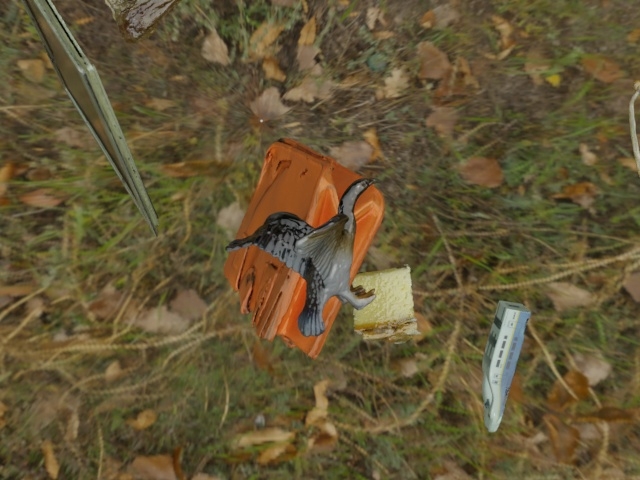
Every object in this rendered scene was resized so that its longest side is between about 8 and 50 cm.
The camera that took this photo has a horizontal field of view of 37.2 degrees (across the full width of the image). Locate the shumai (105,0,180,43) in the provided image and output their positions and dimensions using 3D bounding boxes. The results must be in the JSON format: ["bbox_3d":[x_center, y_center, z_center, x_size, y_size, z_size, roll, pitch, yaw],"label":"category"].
[{"bbox_3d":[-0.228,-0.322,1.227,0.105,0.123,0.139,10,84,-32],"label":"shumai"}]

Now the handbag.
[{"bbox_3d":[-0.048,-0.004,1.591,0.116,0.410,0.304,22,97,-18],"label":"handbag"}]

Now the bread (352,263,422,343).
[{"bbox_3d":[0.128,0.130,1.833,0.127,0.152,0.147,-6,78,7],"label":"bread"}]

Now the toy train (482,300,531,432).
[{"bbox_3d":[0.308,0.222,1.647,0.051,0.052,0.234,11,104,-10],"label":"toy train"}]

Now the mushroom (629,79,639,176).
[{"bbox_3d":[0.533,-0.122,1.575,0.025,0.028,0.286,-12,101,-36],"label":"mushroom"}]

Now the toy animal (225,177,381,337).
[{"bbox_3d":[0.010,0.010,1.171,0.197,0.272,0.160,-33,111,-26],"label":"toy animal"}]

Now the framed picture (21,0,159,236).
[{"bbox_3d":[-0.230,-0.155,0.901,0.019,0.296,0.232,-30,68,-11],"label":"framed picture"}]
